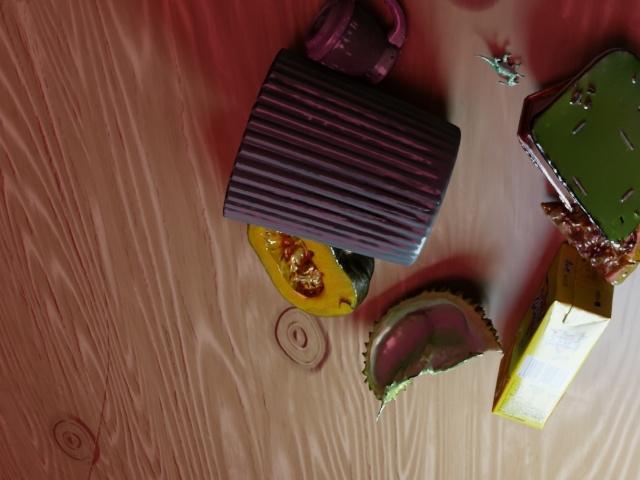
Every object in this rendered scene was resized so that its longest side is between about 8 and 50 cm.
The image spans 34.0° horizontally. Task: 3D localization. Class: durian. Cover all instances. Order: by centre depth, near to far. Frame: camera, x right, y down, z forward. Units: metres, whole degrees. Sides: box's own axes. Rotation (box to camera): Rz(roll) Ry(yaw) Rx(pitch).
[{"bbox_3d":[0.203,0.203,2.051,0.157,0.169,0.355,39,133,-16],"label":"durian"}]

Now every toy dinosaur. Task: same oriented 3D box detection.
[{"bbox_3d":[0.287,-0.275,1.680,0.083,0.021,0.062,12,147,12],"label":"toy dinosaur"}]

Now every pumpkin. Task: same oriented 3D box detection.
[{"bbox_3d":[0.000,0.000,1.980,0.221,0.139,0.317,-4,126,31],"label":"pumpkin"}]

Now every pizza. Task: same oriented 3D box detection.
[{"bbox_3d":[0.464,-0.018,1.786,0.193,0.069,0.154,24,117,7],"label":"pizza"}]

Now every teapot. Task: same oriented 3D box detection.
[{"bbox_3d":[0.064,-0.329,1.685,0.146,0.148,0.116,30,173,-21],"label":"teapot"}]

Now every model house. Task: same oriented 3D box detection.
[{"bbox_3d":[0.431,-0.167,1.661,0.207,0.154,0.294,-44,121,-1],"label":"model house"}]

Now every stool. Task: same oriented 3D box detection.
[{"bbox_3d":[0.038,-0.124,1.745,0.330,0.297,0.297,20,135,-1],"label":"stool"}]

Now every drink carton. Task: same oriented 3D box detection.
[{"bbox_3d":[0.430,0.184,1.945,0.111,0.155,0.351,18,135,3],"label":"drink carton"}]
